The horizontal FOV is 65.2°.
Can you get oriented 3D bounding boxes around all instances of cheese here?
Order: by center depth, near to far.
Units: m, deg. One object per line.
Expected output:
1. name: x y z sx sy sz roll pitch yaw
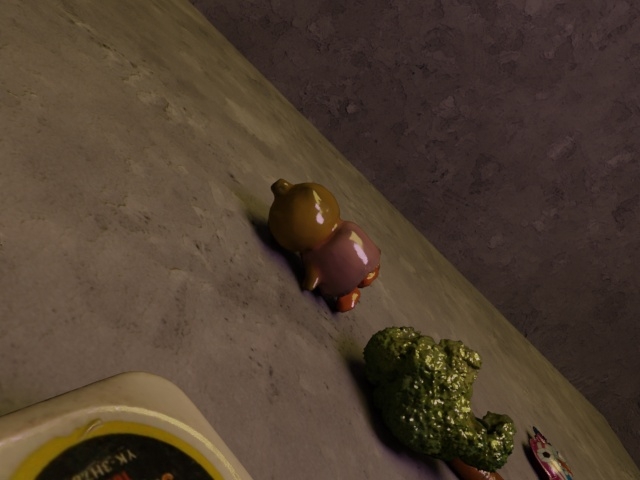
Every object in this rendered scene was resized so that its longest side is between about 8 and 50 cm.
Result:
1. cheese: 0.616 0.585 1.346 0.155 0.062 0.244 48 18 4

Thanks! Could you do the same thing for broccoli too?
1. broccoli: 0.234 0.265 0.873 0.302 0.186 0.254 14 23 -30

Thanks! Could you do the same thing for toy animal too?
1. toy animal: 0.001 -0.003 0.983 0.281 0.169 0.195 45 53 -2

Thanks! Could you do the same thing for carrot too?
1. carrot: 0.285 0.427 0.927 0.186 0.060 0.060 46 18 0

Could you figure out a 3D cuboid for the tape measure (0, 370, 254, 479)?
1. tape measure: -0.148 0.215 0.272 0.231 0.133 0.271 46 19 18
